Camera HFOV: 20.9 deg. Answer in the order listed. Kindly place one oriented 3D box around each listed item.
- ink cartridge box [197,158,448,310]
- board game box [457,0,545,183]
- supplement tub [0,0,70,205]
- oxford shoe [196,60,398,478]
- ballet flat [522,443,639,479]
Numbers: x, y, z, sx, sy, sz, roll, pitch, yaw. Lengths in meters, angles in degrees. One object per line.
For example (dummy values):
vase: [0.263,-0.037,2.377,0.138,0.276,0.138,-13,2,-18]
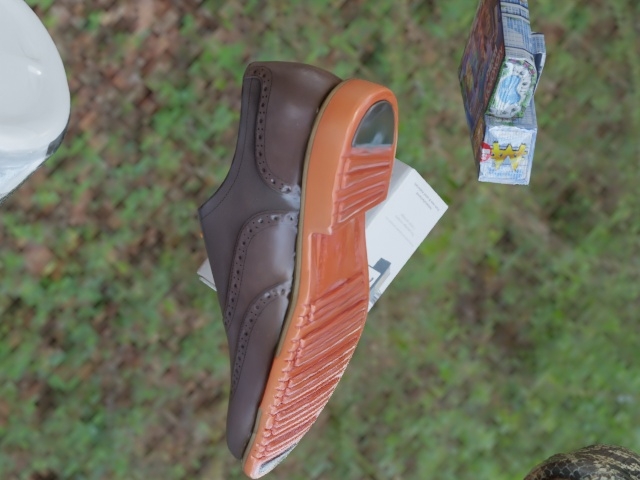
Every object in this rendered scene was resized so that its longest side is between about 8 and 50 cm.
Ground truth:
ink cartridge box: [0.000,0.000,1.829,0.219,0.160,0.092,-52,137,-5]
board game box: [0.200,-0.168,1.871,0.194,0.060,0.194,104,-13,-55]
supplement tub: [-0.339,-0.050,1.234,0.316,0.193,0.193,-40,173,30]
oxford shoe: [-0.027,0.018,1.082,0.097,0.098,0.271,-23,130,-59]
ballet flat: [0.355,0.328,1.317,0.182,0.483,0.164,-19,147,-48]
